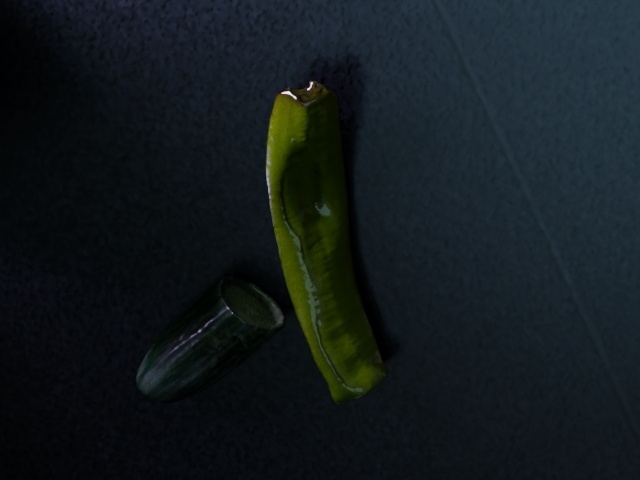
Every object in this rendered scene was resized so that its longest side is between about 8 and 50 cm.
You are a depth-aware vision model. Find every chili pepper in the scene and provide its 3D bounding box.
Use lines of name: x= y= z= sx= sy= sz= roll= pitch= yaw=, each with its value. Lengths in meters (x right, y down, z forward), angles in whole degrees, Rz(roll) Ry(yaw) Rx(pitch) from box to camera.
chili pepper: x=0.000 y=0.000 z=1.131 sx=0.052 sy=0.050 sz=0.201 roll=-10 pitch=108 yaw=2

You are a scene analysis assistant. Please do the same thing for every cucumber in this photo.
cucumber: x=-0.074 y=0.067 z=1.174 sx=0.105 sy=0.048 sz=0.048 roll=-41 pitch=94 yaw=24
